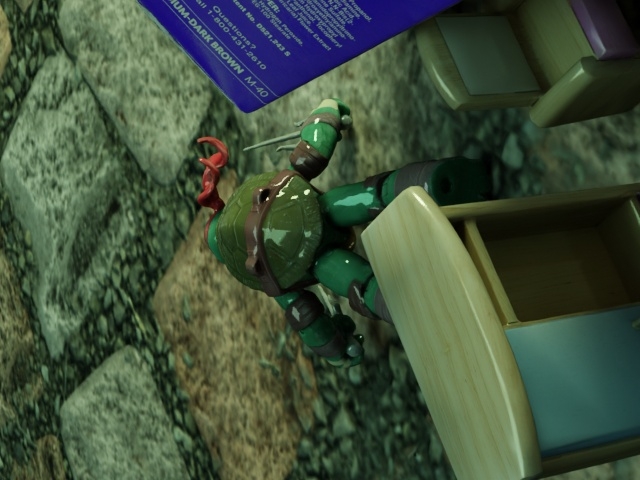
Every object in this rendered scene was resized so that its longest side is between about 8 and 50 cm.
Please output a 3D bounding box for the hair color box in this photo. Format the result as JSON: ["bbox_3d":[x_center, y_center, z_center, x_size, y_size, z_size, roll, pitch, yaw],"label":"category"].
[{"bbox_3d":[0.060,-0.197,0.785,0.110,0.185,0.339,45,150,-14],"label":"hair color box"}]

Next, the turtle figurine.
[{"bbox_3d":[0.000,0.000,1.001,0.234,0.118,0.175,7,101,50],"label":"turtle figurine"}]

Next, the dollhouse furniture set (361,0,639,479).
[{"bbox_3d":[0.173,-0.067,0.643,0.303,0.198,0.286,-47,58,49],"label":"dollhouse furniture set"}]
